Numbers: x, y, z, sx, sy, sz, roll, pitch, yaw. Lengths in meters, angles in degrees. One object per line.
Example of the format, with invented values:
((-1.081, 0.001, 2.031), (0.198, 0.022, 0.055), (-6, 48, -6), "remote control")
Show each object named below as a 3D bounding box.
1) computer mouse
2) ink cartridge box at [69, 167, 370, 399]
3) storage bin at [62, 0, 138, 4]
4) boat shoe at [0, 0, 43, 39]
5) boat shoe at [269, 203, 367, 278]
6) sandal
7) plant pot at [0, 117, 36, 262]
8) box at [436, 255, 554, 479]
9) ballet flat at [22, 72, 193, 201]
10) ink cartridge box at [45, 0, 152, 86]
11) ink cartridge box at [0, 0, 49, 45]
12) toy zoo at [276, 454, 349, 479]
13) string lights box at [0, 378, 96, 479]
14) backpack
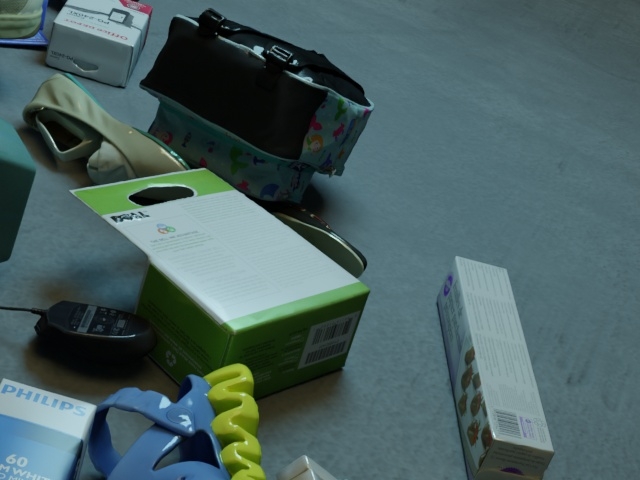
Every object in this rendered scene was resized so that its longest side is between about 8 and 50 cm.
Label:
((-0.269, 0.077, 1.234), (0.242, 0.041, 0.071), (11, 20, 0), "computer mouse")
((-0.109, 0.037, 1.331), (0.189, 0.097, 0.255), (-14, 41, -45), "ink cartridge box")
((-0.319, -0.360, 1.907), (0.091, 0.098, 0.135), (56, 37, 7), "storage bin")
((-0.461, -0.290, 1.499), (0.341, 0.110, 0.121), (-10, 39, -43), "boat shoe")
((0.000, -0.002, 1.508), (0.133, 0.049, 0.042), (29, 38, 26), "boat shoe")
((-0.106, 0.207, 1.029), (0.138, 0.126, 0.317), (4, 24, -15), "sandal")
((-0.398, -0.060, 1.255), (0.234, 0.166, 0.165), (9, 24, -32), "plant pot")
((0.172, 0.130, 1.370), (0.067, 0.063, 0.324), (15, 29, -11), "box")
((-0.246, -0.101, 1.519), (0.248, 0.086, 0.086), (36, 33, 30), "ballet flat")
((-0.290, -0.271, 1.784), (0.109, 0.063, 0.150), (16, 29, -6), "ink cartridge box")
((-0.484, -0.358, 1.824), (0.185, 0.065, 0.311), (1, 35, -29), "ink cartridge box")
((0.052, 0.277, 0.966), (0.192, 0.030, 0.293), (48, 12, -34), "toy zoo")
((-0.226, 0.224, 0.898), (0.076, 0.133, 0.260), (17, 29, -3), "string lights box")
((-0.064, -0.151, 1.566), (0.225, 0.191, 0.253), (28, 15, 18), "backpack")
